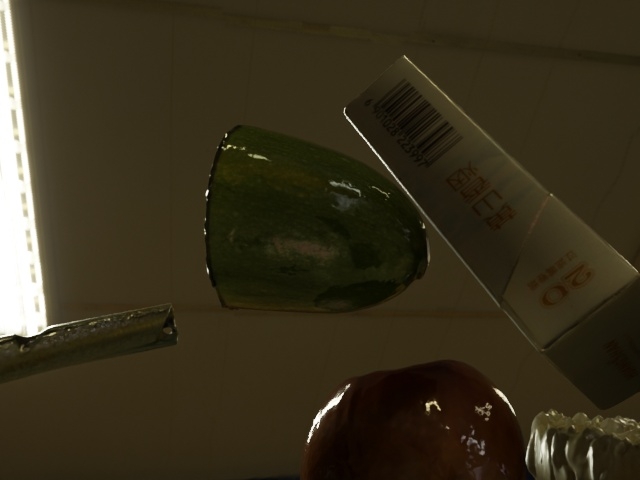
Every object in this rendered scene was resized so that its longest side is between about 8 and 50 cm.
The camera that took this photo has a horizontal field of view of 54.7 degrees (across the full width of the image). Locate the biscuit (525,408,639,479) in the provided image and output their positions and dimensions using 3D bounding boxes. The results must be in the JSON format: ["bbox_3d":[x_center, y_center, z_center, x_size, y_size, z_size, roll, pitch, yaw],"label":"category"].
[{"bbox_3d":[0.278,0.183,0.446,0.179,0.281,0.084,16,-102,-53],"label":"biscuit"}]

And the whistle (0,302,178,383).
[{"bbox_3d":[-0.359,0.150,0.880,0.327,0.057,0.067,-8,-94,-35],"label":"whistle"}]

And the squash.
[{"bbox_3d":[0.016,-0.028,0.970,0.309,0.310,0.310,3,-53,15],"label":"squash"}]

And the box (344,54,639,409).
[{"bbox_3d":[0.121,-0.009,0.418,0.067,0.233,0.149,-43,-41,13],"label":"box"}]

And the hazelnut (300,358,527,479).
[{"bbox_3d":[0.147,0.358,0.962,0.366,0.365,0.365,-7,-55,-9],"label":"hazelnut"}]
